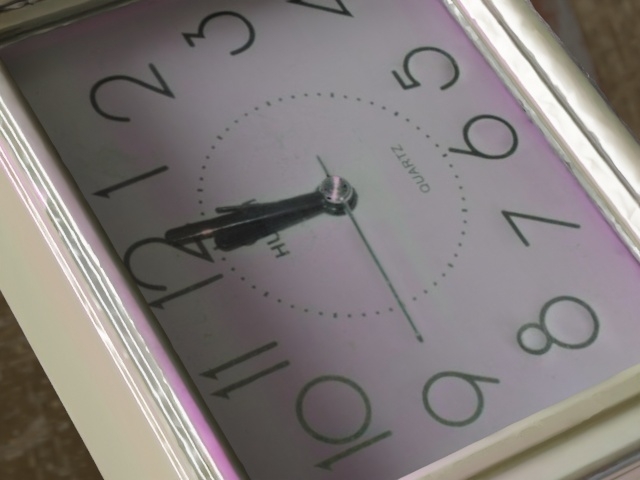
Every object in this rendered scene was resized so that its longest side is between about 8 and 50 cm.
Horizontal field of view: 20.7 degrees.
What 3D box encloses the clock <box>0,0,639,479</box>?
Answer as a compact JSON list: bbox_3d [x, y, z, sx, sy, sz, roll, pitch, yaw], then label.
[{"bbox_3d":[0.000,0.000,0.437,0.147,0.071,0.192,-22,-117,-22],"label":"clock"}]
